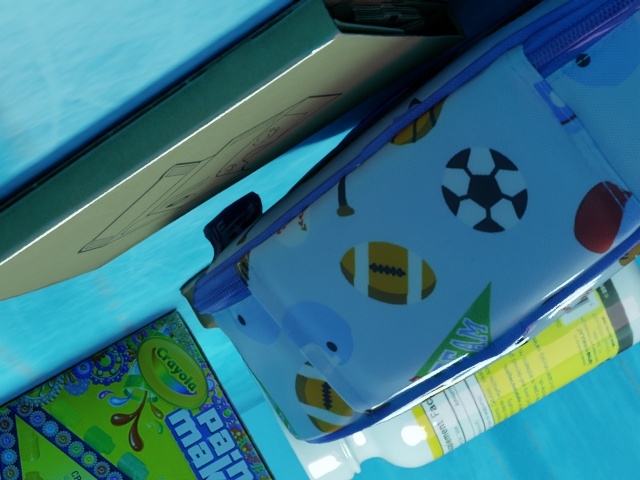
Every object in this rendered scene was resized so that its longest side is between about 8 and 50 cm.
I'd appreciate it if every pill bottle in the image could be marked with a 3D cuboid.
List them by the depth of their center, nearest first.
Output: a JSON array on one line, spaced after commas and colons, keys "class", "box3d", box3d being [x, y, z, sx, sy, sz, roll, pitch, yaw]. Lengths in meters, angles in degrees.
[{"class": "pill bottle", "box3d": [0.109, 0.082, 1.767, 0.334, 0.188, 0.188, -29, 174, -3]}]

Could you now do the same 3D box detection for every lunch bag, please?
[{"class": "lunch bag", "box3d": [0.089, -0.042, 0.897, 0.303, 0.115, 0.243, -33, -173, 36]}]

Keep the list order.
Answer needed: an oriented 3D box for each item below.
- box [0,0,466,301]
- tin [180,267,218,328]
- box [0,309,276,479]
[{"class": "box", "box3d": [-0.049, -0.035, 0.787, 0.201, 0.021, 0.164, -33, 174, 20]}, {"class": "tin", "box3d": [0.000, 0.000, 1.280, 0.190, 0.040, 0.106, -31, 179, 6]}, {"class": "box", "box3d": [-0.182, 0.210, 1.472, 0.279, 0.177, 0.290, -29, 174, -9]}]
